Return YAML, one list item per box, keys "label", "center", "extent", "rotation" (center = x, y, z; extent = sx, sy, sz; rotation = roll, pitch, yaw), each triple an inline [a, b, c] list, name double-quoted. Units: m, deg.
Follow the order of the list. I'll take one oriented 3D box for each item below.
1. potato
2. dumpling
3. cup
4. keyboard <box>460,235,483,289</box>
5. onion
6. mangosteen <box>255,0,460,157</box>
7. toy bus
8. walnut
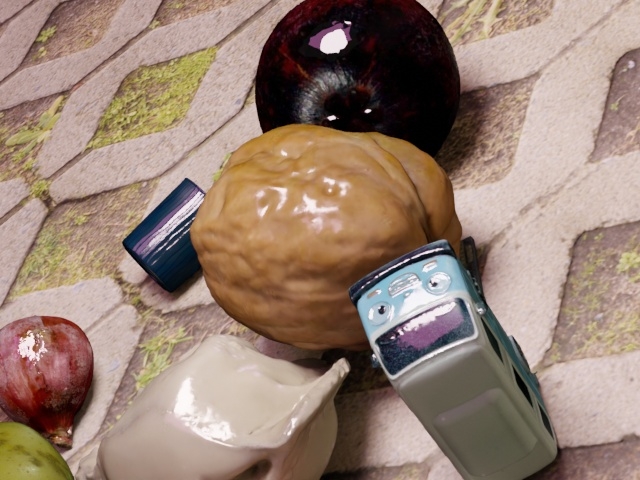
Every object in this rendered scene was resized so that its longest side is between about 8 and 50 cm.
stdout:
- label: "potato"
  center: [-0.400, 0.342, 1.774]
  extent: [0.216, 0.216, 0.304]
  rotation: [-36, 9, -1]
- label: "dumpling"
  center: [-0.112, 0.233, 1.737]
  extent: [0.395, 0.233, 0.315]
  rotation: [-23, 5, 37]
- label: "cup"
  center: [-0.208, 0.000, 2.110]
  extent: [0.138, 0.150, 0.113]
  rotation: [-44, 72, -9]
- label: "keyboard"
  center: [0.180, 0.064, 1.804]
  extent: [0.055, 0.014, 0.176]
  rotation: [-25, 38, 19]
- label: "onion"
  center: [-0.389, 0.202, 1.995]
  extent: [0.159, 0.159, 0.195]
  rotation: [-26, 67, 11]
- label: "mangosteen"
  center: [0.056, -0.223, 1.995]
  extent: [0.300, 0.300, 0.300]
  rotation: [-21, 39, 18]
- label: "toy bus"
  center: [0.151, 0.146, 1.528]
  extent: [0.133, 0.271, 0.165]
  rotation: [-28, 41, 10]
- label: "walnut"
  center: [-0.001, -0.003, 1.790]
  extent: [0.344, 0.306, 0.306]
  rotation: [-3, 48, 34]
